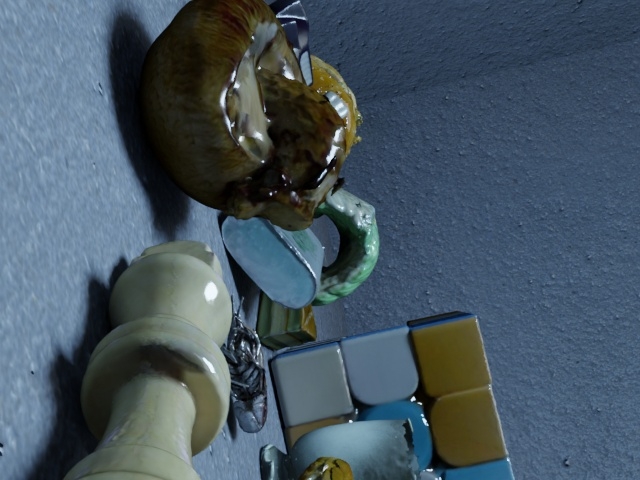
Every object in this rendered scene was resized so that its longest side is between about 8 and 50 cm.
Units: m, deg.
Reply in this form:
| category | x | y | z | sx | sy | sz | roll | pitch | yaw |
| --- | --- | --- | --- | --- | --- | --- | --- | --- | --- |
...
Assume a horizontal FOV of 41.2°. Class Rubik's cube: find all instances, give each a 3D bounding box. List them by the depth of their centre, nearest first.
| category | x | y | z | sx | sy | sz | roll | pitch | yaw |
| --- | --- | --- | --- | --- | --- | --- | --- | --- | --- |
| Rubik's cube | 0.131 | 0.320 | 1.466 | 0.347 | 0.345 | 0.346 | 52 | 27 | -83 |

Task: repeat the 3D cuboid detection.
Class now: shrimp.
| category | x | y | z | sx | sy | sz | roll | pitch | yaw |
| --- | --- | --- | --- | --- | --- | --- | --- | --- | --- |
| shrimp | -0.092 | 0.144 | 0.999 | 0.065 | 0.057 | 0.165 | -32 | 107 | -79 |

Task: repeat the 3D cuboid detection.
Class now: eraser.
| category | x | y | z | sx | sy | sz | roll | pitch | yaw |
| --- | --- | --- | --- | --- | --- | --- | --- | --- | --- |
| eraser | -0.067 | 0.007 | 1.308 | 0.174 | 0.081 | 0.227 | 46 | 8 | -7 |

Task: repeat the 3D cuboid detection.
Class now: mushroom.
| category | x | y | z | sx | sy | sz | roll | pitch | yaw |
| --- | --- | --- | --- | --- | --- | --- | --- | --- | --- |
| mushroom | -0.088 | -0.131 | 0.928 | 0.283 | 0.195 | 0.263 | 61 | 3 | 36 |

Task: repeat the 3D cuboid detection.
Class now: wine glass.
| category | x | y | z | sx | sy | sz | roll | pitch | yaw |
| --- | --- | --- | --- | --- | --- | --- | --- | --- | --- |
| wine glass | 0.027 | 0.298 | 1.122 | 0.111 | 0.205 | 0.111 | -12 | 90 | -81 |

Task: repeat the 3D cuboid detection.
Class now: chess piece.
| category | x | y | z | sx | sy | sz | roll | pitch | yaw |
| --- | --- | --- | --- | --- | --- | --- | --- | --- | --- |
| chess piece | -0.112 | 0.098 | 0.573 | 0.397 | 0.117 | 0.117 | -98 | 174 | -64 |

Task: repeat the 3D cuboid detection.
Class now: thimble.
| category | x | y | z | sx | sy | sz | roll | pitch | yaw |
| --- | --- | --- | --- | --- | --- | --- | --- | --- | --- |
| thimble | 0.000 | 0.000 | 1.519 | 0.150 | 0.219 | 0.218 | -64 | 141 | -78 |

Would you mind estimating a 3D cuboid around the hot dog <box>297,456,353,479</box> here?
| category | x | y | z | sx | sy | sz | roll | pitch | yaw |
| --- | --- | --- | --- | --- | --- | --- | --- | --- | --- |
| hot dog | -0.031 | 0.304 | 0.868 | 0.289 | 0.068 | 0.083 | -29 | 122 | -68 |

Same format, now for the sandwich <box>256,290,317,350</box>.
| category | x | y | z | sx | sy | sz | roll | pitch | yaw |
| --- | --- | --- | --- | --- | --- | --- | --- | --- | --- |
| sandwich | -0.062 | 0.107 | 1.351 | 0.163 | 0.080 | 0.113 | 53 | 23 | -76 |

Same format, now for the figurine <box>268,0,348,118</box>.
| category | x | y | z | sx | sy | sz | roll | pitch | yaw |
| --- | --- | --- | --- | --- | --- | --- | --- | --- | --- |
| figurine | -0.081 | -0.236 | 1.333 | 0.143 | 0.309 | 0.308 | -53 | 139 | -41 |

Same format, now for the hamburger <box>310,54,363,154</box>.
| category | x | y | z | sx | sy | sz | roll | pitch | yaw |
| --- | --- | --- | --- | --- | --- | --- | --- | --- | --- |
| hamburger | -0.043 | -0.221 | 1.596 | 0.211 | 0.245 | 0.260 | -88 | -175 | -80 |
